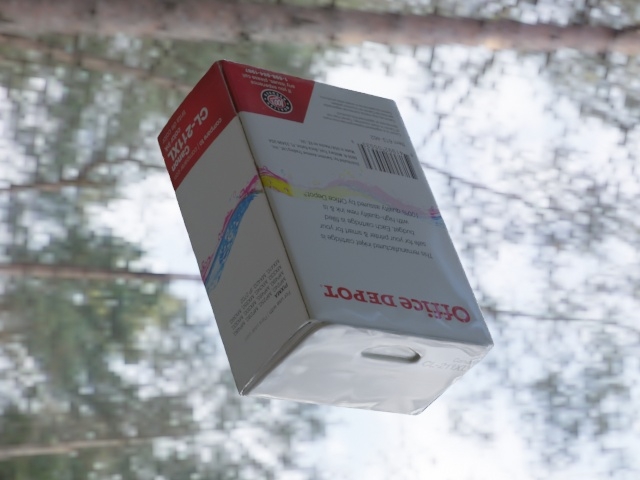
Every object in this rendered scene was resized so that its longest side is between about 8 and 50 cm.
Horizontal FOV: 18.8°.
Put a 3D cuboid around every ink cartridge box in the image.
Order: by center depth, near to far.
[{"bbox_3d":[0.000,0.000,1.033,0.072,0.127,0.175,-46,-132,35],"label":"ink cartridge box"}]
